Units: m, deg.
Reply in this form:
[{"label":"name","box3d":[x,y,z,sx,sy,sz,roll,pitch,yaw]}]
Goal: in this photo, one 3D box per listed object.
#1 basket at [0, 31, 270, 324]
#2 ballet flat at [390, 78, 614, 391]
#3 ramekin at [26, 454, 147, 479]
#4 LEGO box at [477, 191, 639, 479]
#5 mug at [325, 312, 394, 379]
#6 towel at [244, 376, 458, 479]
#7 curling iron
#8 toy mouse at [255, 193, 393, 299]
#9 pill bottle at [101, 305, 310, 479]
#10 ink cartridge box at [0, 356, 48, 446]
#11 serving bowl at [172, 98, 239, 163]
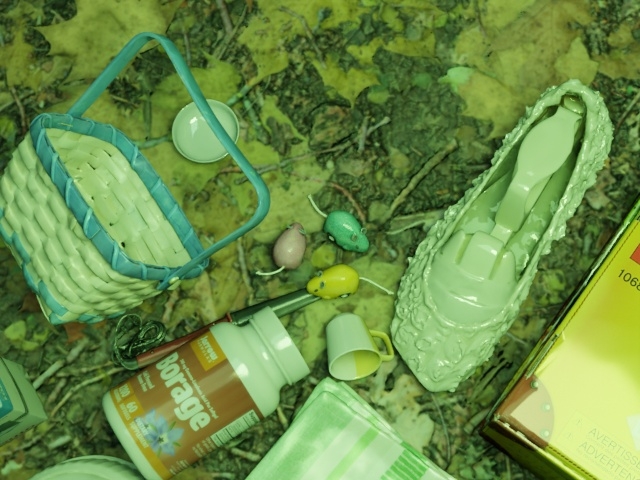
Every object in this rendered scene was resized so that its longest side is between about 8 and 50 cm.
[{"label":"basket","box3d":[-0.222,-0.059,1.291,0.289,0.201,0.254,-38,75,24]},{"label":"ballet flat","box3d":[0.205,-0.021,1.313,0.147,0.147,0.408,30,79,10]},{"label":"ramekin","box3d":[-0.259,0.338,1.251,0.207,0.109,0.207,-1,76,3]},{"label":"LEGO box","box3d":[0.479,0.192,1.209,0.500,0.193,0.372,35,80,11]},{"label":"mug","box3d":[0.038,0.122,1.324,0.062,0.078,0.064,-34,47,20]},{"label":"towel","box3d":[0.060,0.343,1.271,0.325,0.038,0.248,37,81,11]},{"label":"curling iron","box3d":[-0.118,0.092,1.347,0.274,0.035,0.068,-15,75,-1]},{"label":"toy mouse","box3d":[0.000,0.000,1.356,0.161,0.031,0.143,-4,65,-7]},{"label":"pill bottle","box3d":[-0.126,0.168,1.282,0.216,0.121,0.121,-32,76,-7]},{"label":"ink cartridge box","box3d":[-0.399,0.192,1.254,0.140,0.190,0.082,-31,77,-5]},{"label":"serving bowl","box3d":[-0.141,-0.132,1.411,0.083,0.027,0.083,-1,75,2]}]
